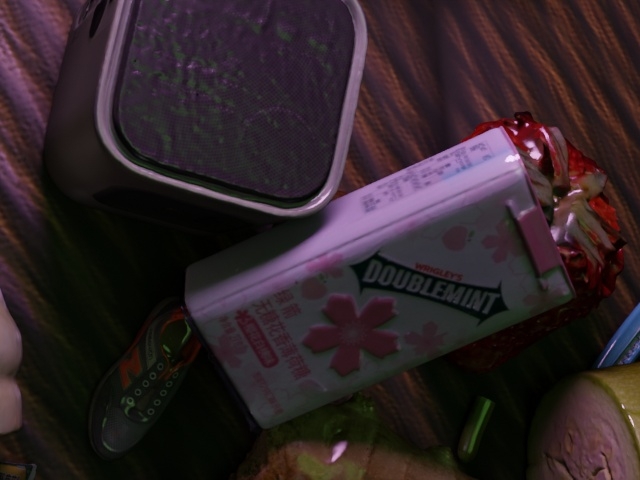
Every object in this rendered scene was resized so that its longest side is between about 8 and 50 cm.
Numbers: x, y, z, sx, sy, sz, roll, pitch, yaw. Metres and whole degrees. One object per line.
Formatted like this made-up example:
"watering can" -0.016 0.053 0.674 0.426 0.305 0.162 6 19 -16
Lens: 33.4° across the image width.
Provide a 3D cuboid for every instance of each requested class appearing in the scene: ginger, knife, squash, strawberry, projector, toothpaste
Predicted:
"ginger" 0.078 0.320 1.183 0.375 0.166 0.236 26 75 2
"knife" 0.427 0.132 1.433 0.222 0.031 0.064 -45 109 -20
"squash" 0.190 0.235 1.323 0.027 0.027 0.083 29 76 -20
"strawberry" 0.223 0.004 1.269 0.261 0.257 0.261 22 50 -30
"squash" 0.442 0.251 1.329 0.308 0.233 0.210 2 67 -24
"projector" -0.124 -0.147 1.087 0.248 0.249 0.249 15 80 -23
"toothpaste" -0.324 0.225 1.019 0.031 0.204 0.049 18 76 16

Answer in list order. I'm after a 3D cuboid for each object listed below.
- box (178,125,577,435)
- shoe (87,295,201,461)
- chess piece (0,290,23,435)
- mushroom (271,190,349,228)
"box" 0.053 0.044 1.084 0.369 0.112 0.190 -22 116 8
"shoe" -0.181 0.145 1.135 0.074 0.077 0.194 35 73 -19
"chess piece" -0.391 -0.038 0.983 0.234 0.234 0.442 1 83 -24
"mushroom" 0.000 0.000 1.234 0.127 0.087 0.127 1 72 -4
